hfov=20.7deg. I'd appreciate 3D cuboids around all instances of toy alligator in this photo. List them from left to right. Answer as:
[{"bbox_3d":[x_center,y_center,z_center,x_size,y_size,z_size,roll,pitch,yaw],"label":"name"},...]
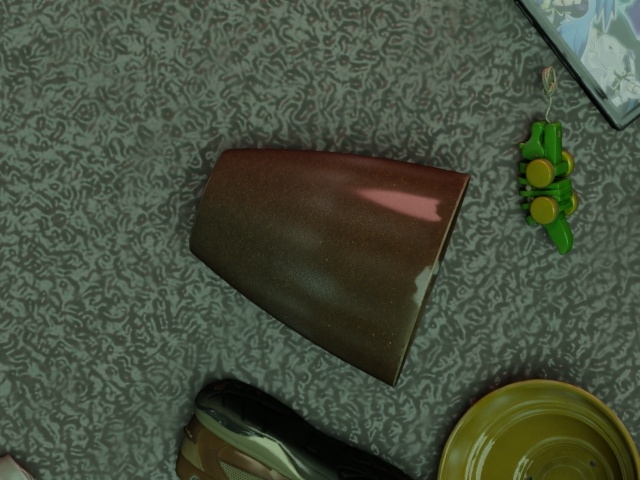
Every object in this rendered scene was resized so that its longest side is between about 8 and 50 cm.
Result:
[{"bbox_3d":[0.219,-0.079,1.748,0.051,0.056,0.189,-1,103,35],"label":"toy alligator"}]

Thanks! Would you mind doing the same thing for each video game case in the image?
[{"bbox_3d":[0.326,-0.289,1.729,0.275,0.035,0.248,-39,101,1],"label":"video game case"}]

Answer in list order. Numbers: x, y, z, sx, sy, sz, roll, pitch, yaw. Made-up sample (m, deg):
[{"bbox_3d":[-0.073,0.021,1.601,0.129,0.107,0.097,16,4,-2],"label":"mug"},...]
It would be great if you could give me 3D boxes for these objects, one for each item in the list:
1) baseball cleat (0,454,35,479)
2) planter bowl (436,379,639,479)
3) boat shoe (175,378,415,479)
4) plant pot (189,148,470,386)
[{"bbox_3d":[-0.360,0.253,1.741,0.206,0.072,0.109,24,83,-14],"label":"baseball cleat"},{"bbox_3d":[0.234,0.252,1.764,0.217,0.090,0.217,-5,79,27],"label":"planter bowl"},{"bbox_3d":[0.001,0.265,1.738,0.324,0.122,0.120,32,105,9],"label":"boat shoe"},{"bbox_3d":[0.000,0.000,1.672,0.230,0.215,0.215,20,97,5],"label":"plant pot"}]
